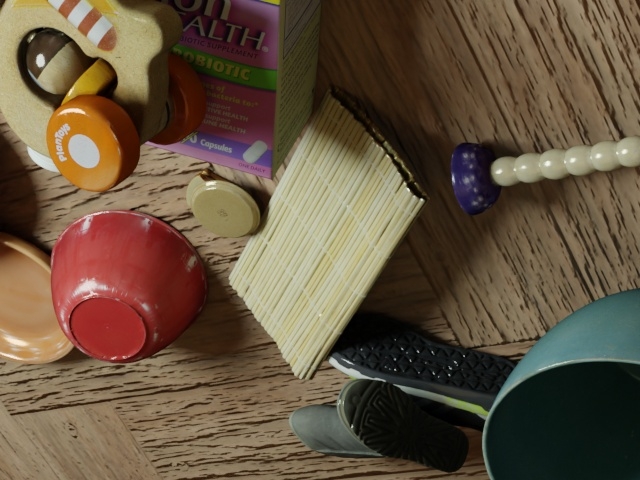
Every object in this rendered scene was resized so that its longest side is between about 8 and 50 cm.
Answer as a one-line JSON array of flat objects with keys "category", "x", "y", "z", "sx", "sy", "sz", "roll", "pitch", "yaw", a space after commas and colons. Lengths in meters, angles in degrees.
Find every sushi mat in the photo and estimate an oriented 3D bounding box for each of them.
[{"category": "sushi mat", "x": 0.000, "y": 0.000, "z": 1.666, "sx": 0.151, "sy": 0.019, "sz": 0.316, "roll": 52, "pitch": 139, "yaw": 20}]

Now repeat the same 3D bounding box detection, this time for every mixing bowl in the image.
[{"category": "mixing bowl", "x": -0.222, "y": 0.068, "z": 1.793, "sx": 0.181, "sy": 0.098, "sz": 0.181, "roll": 6, "pitch": 125, "yaw": 8}]

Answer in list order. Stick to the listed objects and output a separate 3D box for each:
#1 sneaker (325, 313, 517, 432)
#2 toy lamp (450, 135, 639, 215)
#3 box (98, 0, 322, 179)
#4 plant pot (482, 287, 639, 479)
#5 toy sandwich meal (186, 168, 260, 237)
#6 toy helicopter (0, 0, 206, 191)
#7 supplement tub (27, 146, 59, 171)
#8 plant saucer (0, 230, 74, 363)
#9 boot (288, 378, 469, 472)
[{"category": "sneaker", "x": 0.106, "y": 0.158, "z": 1.752, "sx": 0.234, "sy": 0.084, "sz": 0.097, "roll": 19, "pitch": 137, "yaw": 10}, {"category": "toy lamp", "x": 0.253, "y": -0.076, "z": 1.483, "sx": 0.274, "sy": 0.080, "sz": 0.080, "roll": -10, "pitch": 123, "yaw": 30}, {"category": "box", "x": -0.117, "y": -0.206, "z": 1.517, "sx": 0.213, "sy": 0.117, "sz": 0.243, "roll": 16, "pitch": 133, "yaw": 12}, {"category": "plant pot", "x": 0.321, "y": 0.156, "z": 1.569, "sx": 0.290, "sy": 0.195, "sz": 0.290, "roll": 13, "pitch": 133, "yaw": 15}, {"category": "toy sandwich meal", "x": -0.101, "y": -0.038, "z": 1.719, "sx": 0.085, "sy": 0.029, "sz": 0.086, "roll": 11, "pitch": 134, "yaw": 12}, {"category": "toy helicopter", "x": -0.222, "y": -0.230, "z": 1.402, "sx": 0.235, "sy": 0.140, "sz": 0.355, "roll": 21, "pitch": 125, "yaw": 21}, {"category": "supplement tub", "x": -0.261, "y": -0.130, "z": 1.683, "sx": 0.071, "sy": 0.071, "sz": 0.107, "roll": 25, "pitch": 136, "yaw": 4}, {"category": "plant saucer", "x": -0.366, "y": 0.061, "z": 1.923, "sx": 0.200, "sy": 0.037, "sz": 0.200, "roll": 12, "pitch": 132, "yaw": 14}, {"category": "boot", "x": 0.036, "y": 0.194, "z": 1.764, "sx": 0.189, "sy": 0.076, "sz": 0.208, "roll": 36, "pitch": 165, "yaw": -33}]
